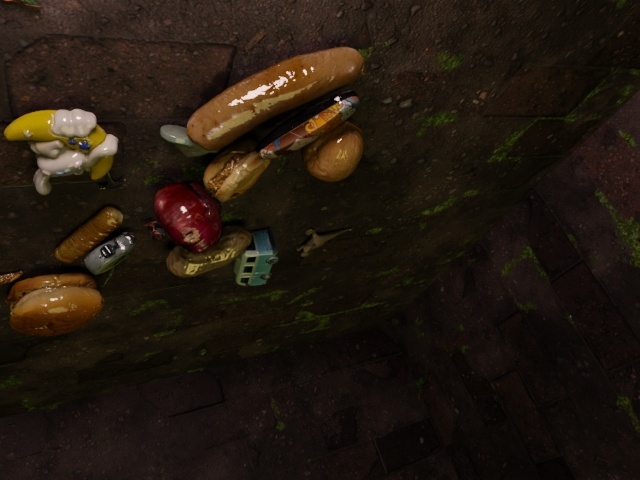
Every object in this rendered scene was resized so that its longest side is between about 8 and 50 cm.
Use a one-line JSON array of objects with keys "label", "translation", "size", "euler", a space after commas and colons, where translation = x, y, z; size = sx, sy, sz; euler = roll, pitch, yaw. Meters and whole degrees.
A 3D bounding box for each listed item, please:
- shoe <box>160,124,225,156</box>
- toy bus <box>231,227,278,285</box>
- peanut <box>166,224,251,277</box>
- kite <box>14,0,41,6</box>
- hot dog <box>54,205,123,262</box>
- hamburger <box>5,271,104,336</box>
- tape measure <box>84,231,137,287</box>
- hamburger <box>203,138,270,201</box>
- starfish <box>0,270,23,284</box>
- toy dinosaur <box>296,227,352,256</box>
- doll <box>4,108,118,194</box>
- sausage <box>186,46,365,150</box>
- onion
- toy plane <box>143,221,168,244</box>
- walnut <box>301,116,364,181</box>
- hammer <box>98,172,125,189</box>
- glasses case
[{"label": "shoe", "translation": [-0.354, -0.260, 1.357], "size": [0.195, 0.079, 0.078], "euler": [-2, 130, -47]}, {"label": "toy bus", "translation": [-0.280, 0.079, 2.016], "size": [0.164, 0.133, 0.271], "euler": [-5, 147, -22]}, {"label": "peanut", "translation": [-0.411, 0.035, 1.825], "size": [0.324, 0.140, 0.154], "euler": [-25, 113, -10]}, {"label": "kite", "translation": [-0.646, -0.466, 0.809], "size": [0.320, 0.016, 0.234], "euler": [-7, 151, -29]}, {"label": "hot dog", "translation": [-0.734, -0.010, 1.557], "size": [0.288, 0.068, 0.083], "euler": [-33, 145, 22]}, {"label": "hamburger", "translation": [-0.930, 0.230, 1.749], "size": [0.314, 0.170, 0.290], "euler": [-5, 155, -35]}, {"label": "tape measure", "translation": [-0.756, 0.082, 1.694], "size": [0.330, 0.084, 0.164], "euler": [-35, 177, 40]}, {"label": "hamburger", "translation": [-0.247, -0.204, 1.461], "size": [0.213, 0.108, 0.214], "euler": [-41, 175, -4]}, {"label": "starfish", "translation": [-1.089, 0.131, 1.575], "size": [0.240, 0.043, 0.227], "euler": [-14, 154, -23]}, {"label": "toy dinosaur", "translation": [-0.003, -0.003, 2.176], "size": [0.251, 0.072, 0.199], "euler": [-42, 160, 12]}, {"label": "doll", "translation": [-0.621, -0.216, 1.197], "size": [0.251, 0.111, 0.237], "euler": [-16, 153, -5]}, {"label": "sausage", "translation": [-0.118, -0.378, 1.266], "size": [0.500, 0.123, 0.136], "euler": [-26, 130, 0]}, {"label": "onion", "translation": [-0.397, -0.074, 1.516], "size": [0.190, 0.246, 0.246], "euler": [-33, 154, -1]}, {"label": "toy plane", "translation": [-0.563, -0.029, 1.691], "size": [0.060, 0.037, 0.145], "euler": [-9, 157, -5]}, {"label": "walnut", "translation": [0.040, -0.286, 1.500], "size": [0.193, 0.193, 0.226], "euler": [-7, 146, -29]}, {"label": "hammer", "translation": [-0.591, -0.205, 1.345], "size": [0.078, 0.021, 0.201], "euler": [-12, 152, -12]}, {"label": "glasses case", "translation": [-0.036, -0.314, 1.356], "size": [0.320, 0.082, 0.122], "euler": [-26, -176, 23]}]
